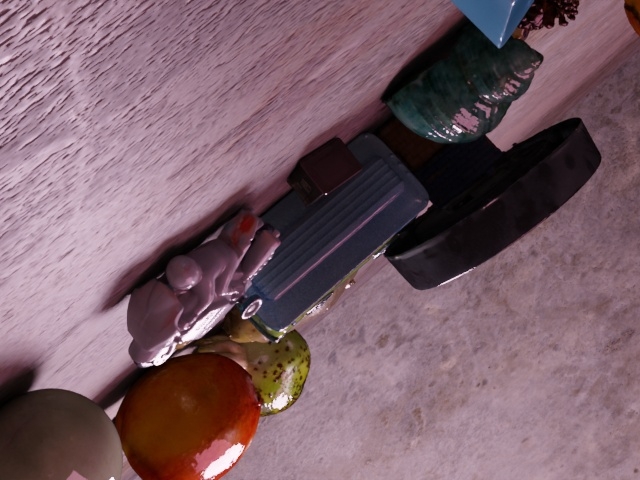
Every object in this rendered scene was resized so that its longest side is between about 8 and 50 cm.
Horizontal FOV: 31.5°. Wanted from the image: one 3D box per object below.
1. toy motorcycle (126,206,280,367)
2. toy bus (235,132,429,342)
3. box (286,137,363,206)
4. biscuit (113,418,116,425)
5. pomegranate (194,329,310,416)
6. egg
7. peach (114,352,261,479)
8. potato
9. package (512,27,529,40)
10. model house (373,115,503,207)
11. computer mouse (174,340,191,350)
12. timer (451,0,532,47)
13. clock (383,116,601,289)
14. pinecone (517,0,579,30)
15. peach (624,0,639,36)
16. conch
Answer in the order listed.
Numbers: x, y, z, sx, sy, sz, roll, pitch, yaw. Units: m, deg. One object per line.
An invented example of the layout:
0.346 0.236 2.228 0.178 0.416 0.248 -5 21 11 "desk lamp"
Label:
-0.161 0.061 1.485 0.260 0.110 0.171 -46 161 -6 "toy motorcycle"
0.000 0.000 1.731 0.312 0.152 0.190 -40 173 -11 "toy bus"
0.004 -0.093 1.582 0.085 0.060 0.063 -37 176 -36 "box"
-0.335 0.326 2.328 0.226 0.042 0.226 -40 173 -6 "biscuit"
-0.158 0.238 2.297 0.222 0.277 0.204 -49 -150 18 "pomegranate"
-0.349 0.285 1.463 0.186 0.186 0.253 -38 175 -21 "egg"
-0.236 0.322 2.062 0.281 0.238 0.281 -18 125 -27 "peach"
-0.045 0.077 1.997 0.296 0.141 0.191 -40 170 6 "potato"
0.310 -0.324 1.895 0.120 0.031 0.108 -48 172 7 "package"
0.192 -0.138 1.828 0.166 0.172 0.183 -43 173 3 "model house"
-0.205 0.130 1.852 0.199 0.045 0.102 -42 170 1 "computer mouse"
0.263 -0.355 1.280 0.250 0.091 0.232 -45 172 -1 "timer"
0.276 -0.058 1.829 0.386 0.076 0.386 -36 -174 4 "clock"
0.316 -0.338 1.596 0.102 0.102 0.109 -37 175 -30 "pinecone"
0.650 -0.457 1.843 0.372 0.290 0.372 -46 168 -13 "peach"
0.214 -0.222 1.596 0.202 0.134 0.196 -45 173 31 "conch"
